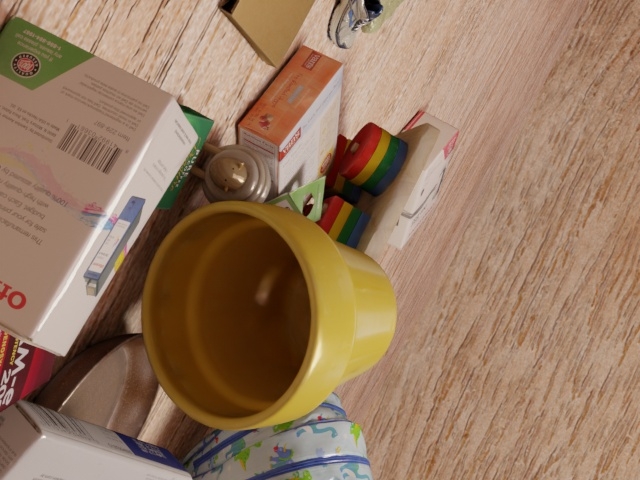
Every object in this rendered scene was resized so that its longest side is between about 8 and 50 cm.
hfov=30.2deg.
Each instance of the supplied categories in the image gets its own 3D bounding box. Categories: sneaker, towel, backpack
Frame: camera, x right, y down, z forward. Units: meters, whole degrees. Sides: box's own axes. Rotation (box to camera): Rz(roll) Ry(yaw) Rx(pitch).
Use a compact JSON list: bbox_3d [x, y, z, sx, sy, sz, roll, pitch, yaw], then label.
[{"bbox_3d":[0.050,-0.301,1.566,0.052,0.058,0.135,-51,163,-37],"label":"sneaker"},{"bbox_3d":[0.105,-0.369,1.697,0.148,0.027,0.110,-50,161,-39],"label":"towel"},{"bbox_3d":[-0.070,0.379,1.843,0.355,0.290,0.273,-25,-116,59],"label":"backpack"}]

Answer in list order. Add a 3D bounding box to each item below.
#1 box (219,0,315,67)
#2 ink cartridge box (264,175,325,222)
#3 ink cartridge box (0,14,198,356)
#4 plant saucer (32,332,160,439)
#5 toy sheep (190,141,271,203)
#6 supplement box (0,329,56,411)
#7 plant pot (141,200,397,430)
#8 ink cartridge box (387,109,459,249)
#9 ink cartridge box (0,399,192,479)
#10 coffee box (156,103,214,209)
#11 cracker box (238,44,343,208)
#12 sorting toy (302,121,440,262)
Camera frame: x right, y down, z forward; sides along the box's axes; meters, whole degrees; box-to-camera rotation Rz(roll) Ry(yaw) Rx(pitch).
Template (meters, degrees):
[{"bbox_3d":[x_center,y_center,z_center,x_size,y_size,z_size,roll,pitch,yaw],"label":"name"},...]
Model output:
[{"bbox_3d":[-0.041,-0.294,1.333,0.164,0.021,0.201,-62,166,-1],"label":"box"},{"bbox_3d":[-0.071,0.008,1.532,0.209,0.062,0.109,-26,152,-18],"label":"ink cartridge box"},{"bbox_3d":[-0.218,-0.040,0.916,0.212,0.154,0.093,-60,167,-10],"label":"ink cartridge box"},{"bbox_3d":[-0.291,0.236,1.397,0.310,0.050,0.310,-55,164,-25],"label":"plant saucer"},{"bbox_3d":[-0.101,-0.073,1.404,0.091,0.091,0.132,-63,166,2],"label":"toy sheep"},{"bbox_3d":[-0.315,0.102,1.012,0.239,0.073,0.130,-37,152,-61],"label":"supplement box"},{"bbox_3d":[-0.040,0.087,1.392,0.239,0.254,0.254,5,114,-56],"label":"plant pot"},{"bbox_3d":[0.174,-0.114,2.284,0.158,0.092,0.217,-49,163,-42],"label":"ink cartridge box"},{"bbox_3d":[-0.326,0.331,1.242,0.330,0.071,0.324,-48,153,-1],"label":"ink cartridge box"},{"bbox_3d":[-0.178,-0.089,1.198,0.113,0.040,0.184,-64,165,9],"label":"coffee box"},{"bbox_3d":[-0.040,-0.123,1.565,0.155,0.067,0.232,-54,165,-28],"label":"cracker box"},{"bbox_3d":[0.034,-0.055,1.725,0.255,0.089,0.257,-63,-165,-14],"label":"sorting toy"}]
